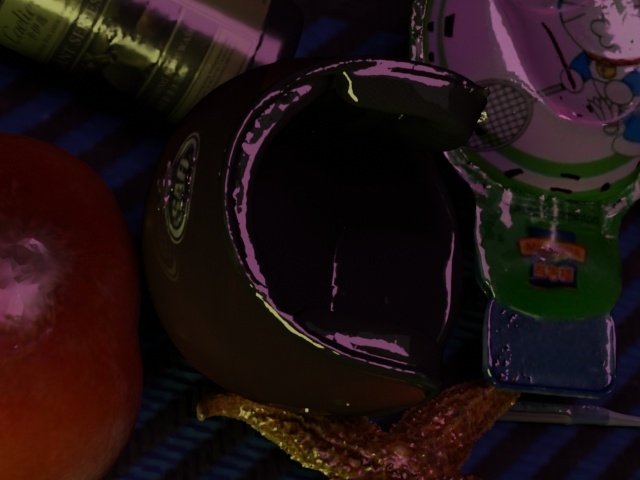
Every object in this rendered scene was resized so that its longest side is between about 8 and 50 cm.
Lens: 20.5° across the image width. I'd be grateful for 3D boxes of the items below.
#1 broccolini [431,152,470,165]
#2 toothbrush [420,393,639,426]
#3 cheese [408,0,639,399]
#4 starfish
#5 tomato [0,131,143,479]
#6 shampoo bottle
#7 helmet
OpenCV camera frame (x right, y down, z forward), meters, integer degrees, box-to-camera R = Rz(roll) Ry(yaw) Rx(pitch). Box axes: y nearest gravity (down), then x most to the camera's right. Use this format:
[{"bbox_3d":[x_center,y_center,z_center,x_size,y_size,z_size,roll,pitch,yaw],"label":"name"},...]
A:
[{"bbox_3d":[0.071,-0.071,1.133,0.254,0.071,0.058,3,84,-34],"label":"broccolini"},{"bbox_3d":[0.159,0.106,1.112,0.219,0.016,0.019,4,63,-23],"label":"toothbrush"},{"bbox_3d":[0.143,-0.065,1.086,0.203,0.083,0.321,7,76,-25],"label":"cheese"},{"bbox_3d":[0.037,0.147,1.006,0.240,0.043,0.227,26,51,2],"label":"starfish"},{"bbox_3d":[-0.183,0.031,0.932,0.199,0.112,0.228,-8,69,-26],"label":"tomato"},{"bbox_3d":[-0.153,-0.154,1.031,0.283,0.101,0.101,26,59,-13],"label":"shampoo bottle"},{"bbox_3d":[0.000,0.000,0.962,0.216,0.193,0.189,32,62,-52],"label":"helmet"}]
